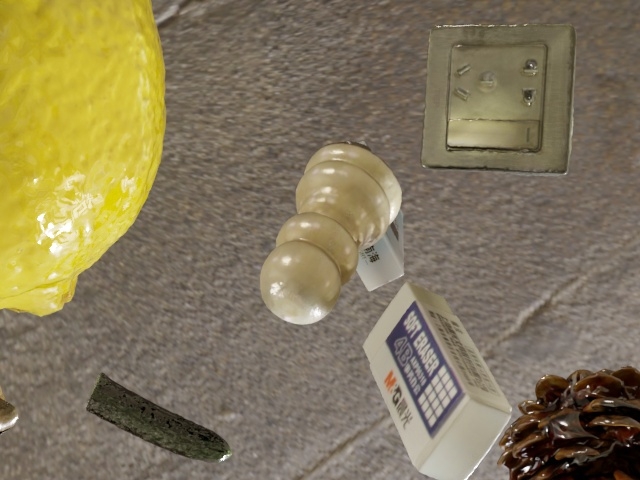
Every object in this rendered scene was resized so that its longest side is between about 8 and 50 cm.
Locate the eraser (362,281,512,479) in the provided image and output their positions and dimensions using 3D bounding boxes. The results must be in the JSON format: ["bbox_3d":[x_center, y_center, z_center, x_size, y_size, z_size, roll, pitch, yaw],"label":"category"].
[{"bbox_3d":[0.143,0.178,1.515,0.081,0.279,0.124,23,110,-24],"label":"eraser"}]

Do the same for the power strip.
[{"bbox_3d":[0.304,-0.235,1.983,0.256,0.092,0.251,4,83,20],"label":"power strip"}]

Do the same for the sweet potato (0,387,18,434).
[{"bbox_3d":[-0.479,0.277,1.535,0.112,0.286,0.085,29,115,-12],"label":"sweet potato"}]

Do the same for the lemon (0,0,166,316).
[{"bbox_3d":[-0.175,-0.082,0.568,0.204,0.204,0.260,-16,107,-16],"label":"lemon"}]

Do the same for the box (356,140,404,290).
[{"bbox_3d":[0.070,-0.043,1.827,0.067,0.243,0.155,-26,108,14],"label":"box"}]

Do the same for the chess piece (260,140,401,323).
[{"bbox_3d":[0.000,0.000,1.511,0.143,0.142,0.261,49,43,-17],"label":"chess piece"}]

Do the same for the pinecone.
[{"bbox_3d":[0.207,0.173,0.846,0.173,0.173,0.174,-2,97,-18],"label":"pinecone"}]

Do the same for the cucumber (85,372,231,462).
[{"bbox_3d":[-0.222,0.256,1.625,0.214,0.052,0.058,27,99,-6],"label":"cucumber"}]
